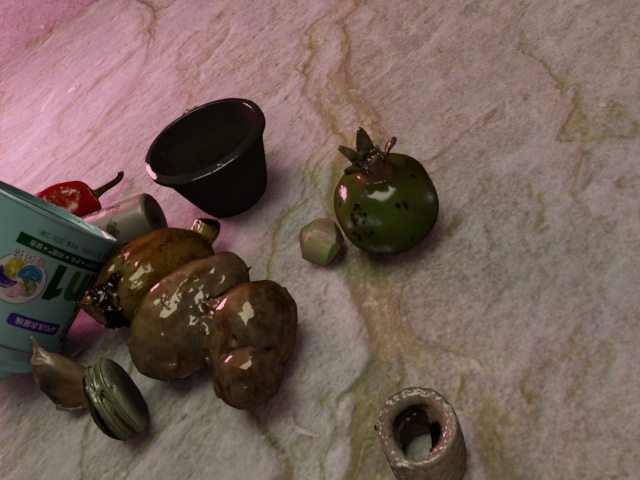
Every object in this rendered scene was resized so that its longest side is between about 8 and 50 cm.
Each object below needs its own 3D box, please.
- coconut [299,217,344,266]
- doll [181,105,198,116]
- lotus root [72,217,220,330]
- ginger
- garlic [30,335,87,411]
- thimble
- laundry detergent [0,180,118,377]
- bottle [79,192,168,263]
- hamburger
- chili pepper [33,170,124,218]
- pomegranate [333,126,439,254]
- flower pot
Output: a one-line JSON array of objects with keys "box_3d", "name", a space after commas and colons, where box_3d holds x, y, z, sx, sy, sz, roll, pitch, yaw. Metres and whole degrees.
[{"box_3d": [0.000, 0.000, 1.190, 0.081, 0.082, 0.083, 24, 100, 15], "name": "coconut"}, {"box_3d": [-0.285, -0.250, 1.620, 0.117, 0.086, 0.291, -58, 39, 9], "name": "doll"}, {"box_3d": [-0.294, 0.063, 1.234, 0.169, 0.141, 0.314, 22, 50, 40], "name": "lotus root"}, {"box_3d": [-0.152, 0.139, 1.055, 0.304, 0.155, 0.245, 13, 51, 39], "name": "ginger"}, {"box_3d": [-0.442, 0.235, 1.151, 0.084, 0.152, 0.066, -57, 0, 4], "name": "garlic"}, {"box_3d": [0.126, 0.251, 0.831, 0.102, 0.090, 0.115, -3, 43, 22], "name": "thimble"}, {"box_3d": [-0.568, 0.071, 1.218, 0.287, 0.287, 0.305, 23, 84, 43], "name": "laundry detergent"}, {"box_3d": [-0.458, -0.006, 1.418, 0.253, 0.120, 0.120, -19, 39, 9], "name": "bottle"}, {"box_3d": [-0.321, 0.248, 1.045, 0.062, 0.140, 0.133, -31, 73, -6], "name": "hamburger"}, {"box_3d": [-0.582, -0.072, 1.553, 0.338, 0.131, 0.134, -35, 69, -22], "name": "chili pepper"}, {"box_3d": [0.102, -0.083, 1.111, 0.181, 0.224, 0.182, -10, 48, 11], "name": "pomegranate"}, {"box_3d": [-0.212, -0.156, 1.406, 0.268, 0.166, 0.269, -15, 41, 14], "name": "flower pot"}]
